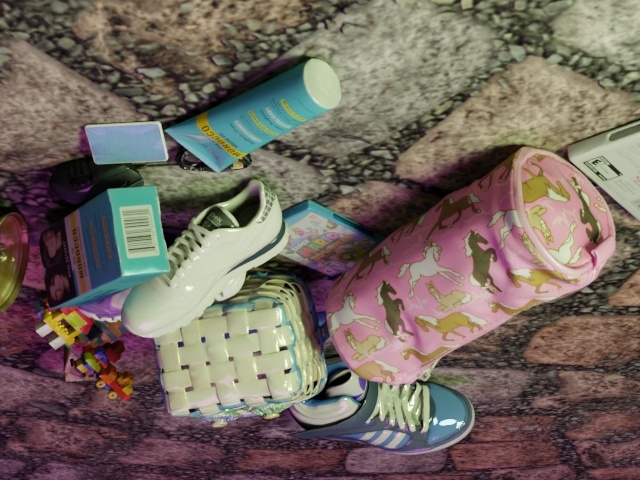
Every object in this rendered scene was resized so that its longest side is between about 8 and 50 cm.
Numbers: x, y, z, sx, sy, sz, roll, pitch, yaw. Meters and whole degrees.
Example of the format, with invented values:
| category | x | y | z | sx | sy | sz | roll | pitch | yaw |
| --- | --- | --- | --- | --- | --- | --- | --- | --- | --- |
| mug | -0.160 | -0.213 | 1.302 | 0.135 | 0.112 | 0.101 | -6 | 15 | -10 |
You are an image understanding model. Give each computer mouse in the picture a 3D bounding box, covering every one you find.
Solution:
| category | x | y | z | sx | sy | sz | roll | pitch | yaw |
| --- | --- | --- | --- | --- | --- | --- | --- | --- | --- |
| computer mouse | -0.195 | -0.071 | 1.232 | 0.242 | 0.041 | 0.071 | -8 | 152 | 14 |

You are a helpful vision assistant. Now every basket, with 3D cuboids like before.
| category | x | y | z | sx | sy | sz | roll | pitch | yaw |
| --- | --- | --- | --- | --- | --- | --- | --- | --- | --- |
| basket | -0.115 | 0.147 | 1.523 | 0.254 | 0.201 | 0.289 | -10 | -173 | 10 |

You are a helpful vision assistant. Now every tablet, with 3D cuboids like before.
| category | x | y | z | sx | sy | sz | roll | pitch | yaw |
| --- | --- | --- | --- | --- | --- | --- | --- | --- | --- |
| tablet | -0.211 | -0.107 | 1.181 | 0.083 | 0.006 | 0.054 | -2 | 133 | 5 |

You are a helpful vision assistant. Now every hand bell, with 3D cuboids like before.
| category | x | y | z | sx | sy | sz | roll | pitch | yaw |
| --- | --- | --- | --- | --- | --- | --- | --- | --- | --- |
| hand bell | -0.501 | 0.006 | 1.348 | 0.242 | 0.126 | 0.126 | 10 | 155 | 8 |

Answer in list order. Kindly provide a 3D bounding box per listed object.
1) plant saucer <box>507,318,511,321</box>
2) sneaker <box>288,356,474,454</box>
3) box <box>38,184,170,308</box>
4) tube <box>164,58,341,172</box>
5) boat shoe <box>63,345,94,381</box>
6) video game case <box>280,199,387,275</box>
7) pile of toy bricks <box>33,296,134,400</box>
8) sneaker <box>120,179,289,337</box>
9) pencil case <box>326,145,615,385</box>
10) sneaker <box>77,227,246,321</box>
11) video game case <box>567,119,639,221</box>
| category | x | y | z | sx | sy | sz | roll | pitch | yaw |
| --- | --- | --- | --- | --- | --- | --- | --- | --- | --- |
| plant saucer | 0.243 | 0.107 | 1.623 | 0.119 | 0.021 | 0.119 | -1 | 154 | 0 |
| sneaker | 0.101 | 0.278 | 1.842 | 0.322 | 0.130 | 0.236 | 2 | 158 | 8 |
| box | -0.259 | 0.012 | 1.269 | 0.060 | 0.101 | 0.244 | -6 | 171 | -34 |
| tube | -0.069 | -0.126 | 1.121 | 0.207 | 0.052 | 0.080 | -21 | 126 | 42 |
| boat shoe | -0.382 | 0.189 | 1.740 | 0.059 | 0.063 | 0.170 | 2 | 163 | -11 |
| video game case | 0.000 | 0.000 | 1.409 | 0.119 | 0.015 | 0.166 | -23 | 146 | 38 |
| pile of toy bricks | -0.324 | 0.134 | 1.603 | 0.105 | 0.118 | 0.212 | -33 | 131 | 3 |
| sneaker | -0.146 | 0.018 | 1.278 | 0.235 | 0.090 | 0.095 | -41 | 152 | -13 |
| pencil case | 0.170 | 0.041 | 1.309 | 0.167 | 0.160 | 0.386 | 27 | 140 | -22 |
| sneaker | -0.220 | 0.033 | 1.399 | 0.236 | 0.095 | 0.104 | -12 | 145 | 12 |
| video game case | 0.416 | -0.088 | 1.229 | 0.193 | 0.023 | 0.212 | -20 | 147 | 34 |
